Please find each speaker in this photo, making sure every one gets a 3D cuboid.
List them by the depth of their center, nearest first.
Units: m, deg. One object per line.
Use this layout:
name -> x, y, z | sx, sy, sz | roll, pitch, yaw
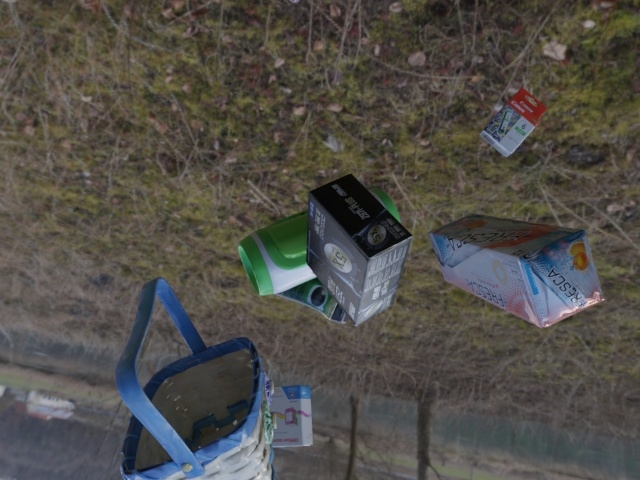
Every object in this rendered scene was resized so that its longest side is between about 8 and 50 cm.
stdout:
speaker -> 0.000, 0.000, 0.945 | 0.297, 0.131, 0.131 | -22, 165, -16

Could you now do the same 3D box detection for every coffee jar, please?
coffee jar -> -0.011, 0.098, 1.029 | 0.185, 0.096, 0.079 | 25, -162, 6

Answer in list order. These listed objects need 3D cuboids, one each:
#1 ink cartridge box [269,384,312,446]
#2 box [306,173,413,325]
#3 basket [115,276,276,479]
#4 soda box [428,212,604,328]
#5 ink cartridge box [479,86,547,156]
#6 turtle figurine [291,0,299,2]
ink cartridge box -> -0.068, 0.375, 1.051 | 0.089, 0.122, 0.052 | -12, 159, 20
box -> 0.049, 0.017, 0.749 | 0.147, 0.078, 0.180 | 50, 154, 30
basket -> -0.178, 0.214, 0.689 | 0.201, 0.254, 0.288 | -27, 116, 3
soda box -> 0.166, 0.018, 0.453 | 0.058, 0.062, 0.183 | -22, -170, -7
ink cartridge box -> 0.332, -0.205, 0.837 | 0.063, 0.115, 0.029 | 42, 177, 3
turtle figurine -> -0.012, -0.534, 0.880 | 0.175, 0.118, 0.234 | 12, 149, -40
